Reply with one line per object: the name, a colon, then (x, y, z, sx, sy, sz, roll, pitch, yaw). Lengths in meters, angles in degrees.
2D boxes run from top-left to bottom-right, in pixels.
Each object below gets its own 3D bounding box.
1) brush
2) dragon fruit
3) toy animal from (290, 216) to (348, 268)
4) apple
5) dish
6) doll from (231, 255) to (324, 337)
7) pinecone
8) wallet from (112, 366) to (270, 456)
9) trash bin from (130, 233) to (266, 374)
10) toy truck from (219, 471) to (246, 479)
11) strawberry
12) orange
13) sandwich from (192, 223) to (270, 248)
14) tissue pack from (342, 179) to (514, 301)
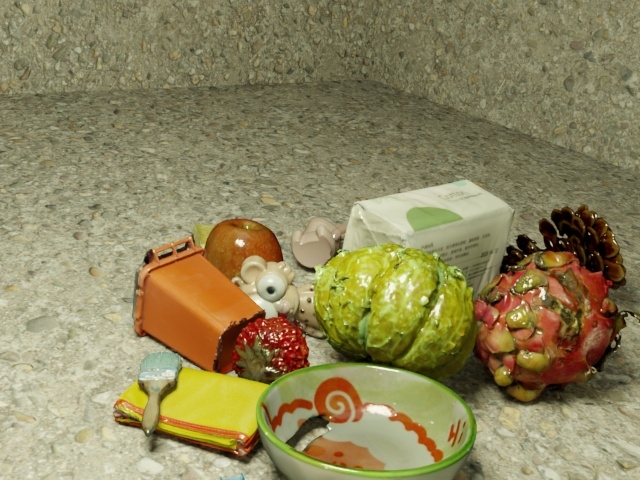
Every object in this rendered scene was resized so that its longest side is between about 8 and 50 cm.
brush: (-0.256, 0.238, 1.235, 0.070, 0.021, 0.196, -1, 30, -3)
dragon fruit: (0.404, 0.168, 1.475, 0.291, 0.250, 0.269, -29, 64, -38)
toy animal: (-0.001, -0.002, 1.902, 0.124, 0.124, 0.212, 12, 17, 9)
apple: (-0.162, 0.043, 1.670, 0.181, 0.168, 0.181, 6, 17, -2)
dish: (0.063, 0.307, 1.181, 0.324, 0.124, 0.324, 3, 17, -1)
doll: (-0.041, 0.117, 1.546, 0.278, 0.154, 0.119, 7, 19, -5)
pinecone: (0.538, 0.048, 1.803, 0.292, 0.246, 0.246, -17, 30, -18)
wallet: (-0.195, 0.270, 1.264, 0.241, 0.067, 0.141, 10, 27, 17)
trash bin: (-0.221, 0.120, 1.455, 0.238, 0.184, 0.161, 30, 34, 31)
toy truck: (-0.109, 0.378, 1.037, 0.063, 0.074, 0.136, -6, 67, -25)
strawberry: (-0.087, 0.200, 1.348, 0.145, 0.145, 0.086, 22, 18, 30)
orange: (0.130, 0.120, 1.398, 0.301, 0.300, 0.223, 14, 65, 24)
sandwich: (-0.196, 0.016, 1.865, 0.193, 0.058, 0.162, 1, 25, -20)
tissue pack: (0.220, 0.033, 1.687, 0.356, 0.266, 0.194, -12, 35, -39)
